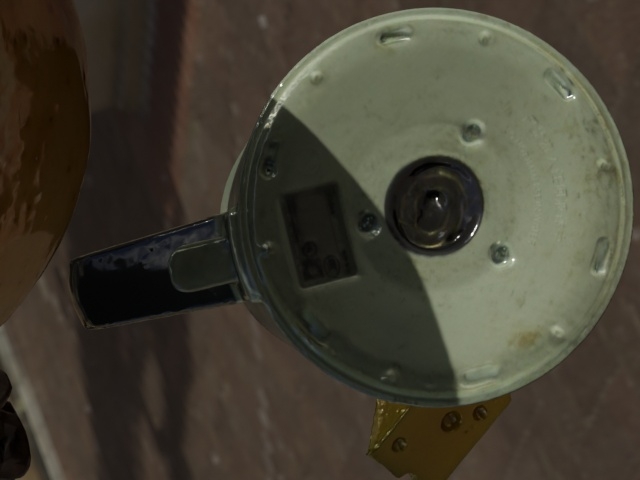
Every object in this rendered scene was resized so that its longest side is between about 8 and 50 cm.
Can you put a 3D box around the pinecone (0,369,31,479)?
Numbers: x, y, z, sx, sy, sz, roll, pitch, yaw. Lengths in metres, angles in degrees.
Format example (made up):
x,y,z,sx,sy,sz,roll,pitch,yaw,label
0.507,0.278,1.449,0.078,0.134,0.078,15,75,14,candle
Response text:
x,y,z,sx,sy,sz,roll,pitch,yaw,label
-0.345,0.130,1.274,0.298,0.242,0.296,29,163,1,pinecone

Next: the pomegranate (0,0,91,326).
x,y,z,sx,sy,sz,roll,pitch,yaw,label
-0.303,-0.052,0.954,0.410,0.410,0.410,54,155,39,pomegranate

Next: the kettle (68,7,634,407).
x,y,z,sx,sy,sz,roll,pitch,yaw,label
0.000,0.000,1.378,0.376,0.361,0.250,169,83,-83,kettle

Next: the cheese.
x,y,z,sx,sy,sz,roll,pitch,yaw,label
0.107,0.133,1.687,0.126,0.171,0.093,7,154,47,cheese
